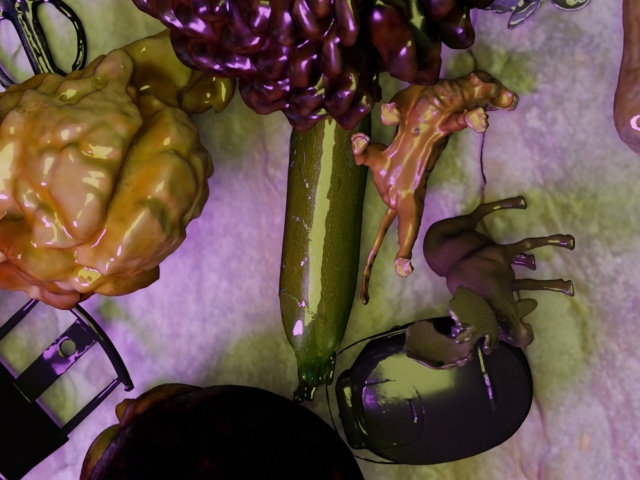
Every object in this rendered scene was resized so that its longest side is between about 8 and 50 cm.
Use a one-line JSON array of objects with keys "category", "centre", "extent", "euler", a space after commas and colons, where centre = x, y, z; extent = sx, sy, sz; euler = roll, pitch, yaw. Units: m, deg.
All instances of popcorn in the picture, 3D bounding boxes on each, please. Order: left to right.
[{"category": "popcorn", "centre": [-0.215, -0.077, 1.487], "extent": [0.332, 0.265, 0.225], "euler": [-44, 118, -6]}]

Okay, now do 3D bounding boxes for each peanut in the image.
[{"category": "peanut", "centre": [0.326, -0.187, 1.460], "extent": [0.099, 0.099, 0.214], "euler": [-2, 90, 10]}]

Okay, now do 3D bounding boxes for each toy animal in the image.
[{"category": "toy animal", "centre": [0.083, -0.060, 1.509], "extent": [0.114, 0.116, 0.255], "euler": [30, 104, 10]}, {"category": "toy animal", "centre": [0.151, 0.045, 1.456], "extent": [0.186, 0.214, 0.094], "euler": [-13, 118, -20]}]

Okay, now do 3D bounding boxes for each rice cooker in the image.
[{"category": "rice cooker", "centre": [0.108, 0.146, 1.517], "extent": [0.203, 0.118, 0.142], "euler": [-9, 102, 9]}]

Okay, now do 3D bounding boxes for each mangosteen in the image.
[{"category": "mangosteen", "centre": [-0.107, 0.288, 1.492], "extent": [0.313, 0.297, 0.297], "euler": [-22, 93, 48]}]

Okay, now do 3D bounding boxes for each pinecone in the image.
[{"category": "pinecone", "centre": [-0.002, -0.304, 1.366], "extent": [0.397, 0.398, 0.398], "euler": [1, 97, 10]}]

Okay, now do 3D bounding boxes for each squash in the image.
[{"category": "squash", "centre": [0.002, 0.000, 1.538], "extent": [0.087, 0.087, 0.331], "euler": [5, 95, 10]}]

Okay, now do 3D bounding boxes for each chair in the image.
[{"category": "chair", "centre": [-0.340, 0.183, 1.585], "extent": [0.260, 0.141, 0.154], "euler": [-43, 88, 22]}]

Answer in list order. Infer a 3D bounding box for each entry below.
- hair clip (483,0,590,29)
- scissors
[{"category": "hair clip", "centre": [0.226, -0.281, 1.485], "extent": [0.195, 0.052, 0.124], "euler": [-26, 86, 17]}, {"category": "scissors", "centre": [-0.334, -0.296, 1.598], "extent": [0.109, 0.022, 0.300], "euler": [-21, 92, 8]}]
